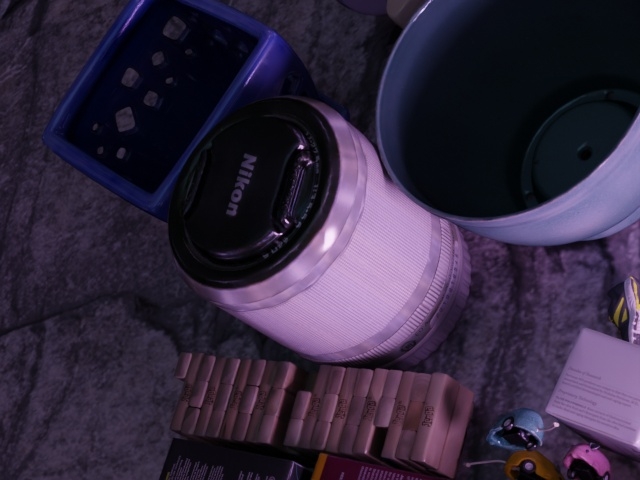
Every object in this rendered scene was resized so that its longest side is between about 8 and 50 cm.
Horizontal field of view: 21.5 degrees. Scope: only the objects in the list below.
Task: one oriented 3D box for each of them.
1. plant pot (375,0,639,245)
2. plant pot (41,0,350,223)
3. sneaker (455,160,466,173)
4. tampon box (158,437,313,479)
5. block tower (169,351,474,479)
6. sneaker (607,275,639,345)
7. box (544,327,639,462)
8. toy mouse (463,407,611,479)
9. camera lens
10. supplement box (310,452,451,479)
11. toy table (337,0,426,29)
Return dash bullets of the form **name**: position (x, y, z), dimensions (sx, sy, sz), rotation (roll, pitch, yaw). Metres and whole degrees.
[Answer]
- **plant pot**: position (0.226, -0.114, 1.624), dimensions (0.293, 0.196, 0.293), rotation (-16, 59, 28)
- **plant pot**: position (-0.125, -0.126, 1.877), dimensions (0.236, 0.212, 0.236), rotation (32, 88, 42)
- **sneaker**: position (0.150, -0.069, 1.768), dimensions (0.042, 0.067, 0.118), rotation (-38, 20, 17)
- **tampon box**: position (-0.072, 0.273, 1.692), dimensions (0.161, 0.120, 0.101), rotation (6, 70, 38)
- **block tower**: position (-0.003, 0.180, 1.711), dimensions (0.335, 0.091, 0.097), rotation (3, 69, 38)
- **sneaker**: position (0.291, 0.076, 1.594), dimensions (0.035, 0.031, 0.083), rotation (-26, 49, 40)
- **box**: position (0.278, 0.145, 1.515), dimensions (0.102, 0.101, 0.087), rotation (18, 78, 39)
- **toy mouse**: position (0.210, 0.188, 1.529), dimensions (0.161, 0.143, 0.031), rotation (20, 58, 17)
- **camera lens**: position (0.000, 0.000, 1.678), dimensions (0.219, 0.274, 0.219), rotation (-17, 58, 29)
- **supplement box**: position (0.087, 0.266, 1.590), dimensions (0.188, 0.104, 0.080), rotation (6, 72, 38)
- **toy table**: position (0.130, -0.353, 1.805), dimensions (0.274, 0.252, 0.161), rotation (-63, 32, 7)
